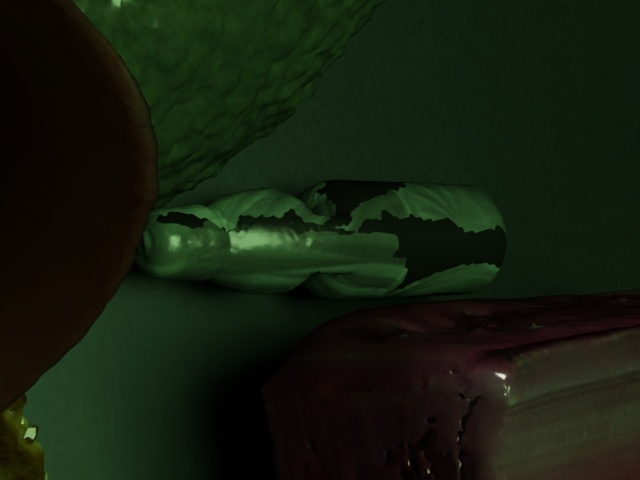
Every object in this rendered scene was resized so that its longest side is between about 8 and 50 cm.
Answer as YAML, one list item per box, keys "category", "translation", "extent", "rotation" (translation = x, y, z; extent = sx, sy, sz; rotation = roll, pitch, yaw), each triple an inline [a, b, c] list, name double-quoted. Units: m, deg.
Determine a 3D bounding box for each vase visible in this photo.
- category: "vase"
  translation: [0.000, 0.000, 0.801]
  extent: [0.211, 0.060, 0.060]
  rotation: [0, 84, -42]

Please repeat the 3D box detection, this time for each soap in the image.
- category: "soap"
  translation: [0.128, 0.089, 0.797]
  extent: [0.325, 0.220, 0.127]
  rotation: [-3, 90, -40]

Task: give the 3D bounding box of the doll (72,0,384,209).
- category: "doll"
  translation: [-0.070, -0.158, 0.654]
  extent: [0.349, 0.247, 0.247]
  rotation: [-41, 111, -16]

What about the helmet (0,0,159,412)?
- category: "helmet"
  translation: [-0.254, -0.056, 0.434]
  extent: [0.337, 0.385, 0.230]
  rotation: [57, 11, -54]

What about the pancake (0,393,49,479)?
- category: "pancake"
  translation: [-0.207, 0.094, 0.612]
  extent: [0.257, 0.056, 0.212]
  rotation: [-38, 116, -46]
